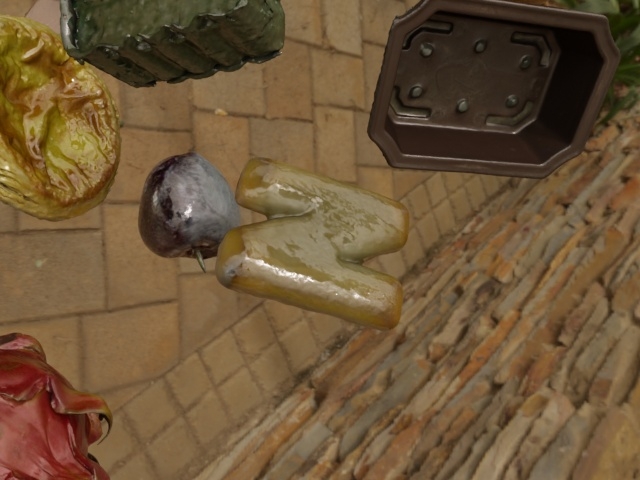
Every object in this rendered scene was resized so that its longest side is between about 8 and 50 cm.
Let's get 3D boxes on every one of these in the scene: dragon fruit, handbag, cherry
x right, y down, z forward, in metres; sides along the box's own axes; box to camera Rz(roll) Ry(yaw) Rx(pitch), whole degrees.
[{"bbox_3d":[-0.204,0.125,0.357,0.136,0.166,0.133,-59,147,-31],"label":"dragon fruit"},{"bbox_3d":[-0.570,-0.410,1.232,0.151,0.072,0.193,19,71,-4],"label":"handbag"},{"bbox_3d":[-0.313,-0.065,1.415,0.255,0.218,0.296,0,81,-44],"label":"cherry"}]

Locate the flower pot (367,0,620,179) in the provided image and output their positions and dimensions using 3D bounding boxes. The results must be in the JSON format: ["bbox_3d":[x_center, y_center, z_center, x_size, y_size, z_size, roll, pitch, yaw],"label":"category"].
[{"bbox_3d":[0.170,-0.167,0.622,0.251,0.084,0.178,3,122,-13],"label":"flower pot"}]

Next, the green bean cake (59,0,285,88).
[{"bbox_3d":[-0.167,-0.318,0.665,0.132,0.241,0.255,15,66,-66],"label":"green bean cake"}]

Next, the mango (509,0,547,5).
[{"bbox_3d":[0.224,-0.366,0.585,0.109,0.157,0.262,-35,135,-20],"label":"mango"}]

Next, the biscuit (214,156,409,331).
[{"bbox_3d":[0.000,0.000,0.896,0.291,0.062,0.236,19,58,-11],"label":"biscuit"}]

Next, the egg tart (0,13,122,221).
[{"bbox_3d":[-0.474,-0.192,0.960,0.341,0.132,0.341,37,47,-55],"label":"egg tart"}]
